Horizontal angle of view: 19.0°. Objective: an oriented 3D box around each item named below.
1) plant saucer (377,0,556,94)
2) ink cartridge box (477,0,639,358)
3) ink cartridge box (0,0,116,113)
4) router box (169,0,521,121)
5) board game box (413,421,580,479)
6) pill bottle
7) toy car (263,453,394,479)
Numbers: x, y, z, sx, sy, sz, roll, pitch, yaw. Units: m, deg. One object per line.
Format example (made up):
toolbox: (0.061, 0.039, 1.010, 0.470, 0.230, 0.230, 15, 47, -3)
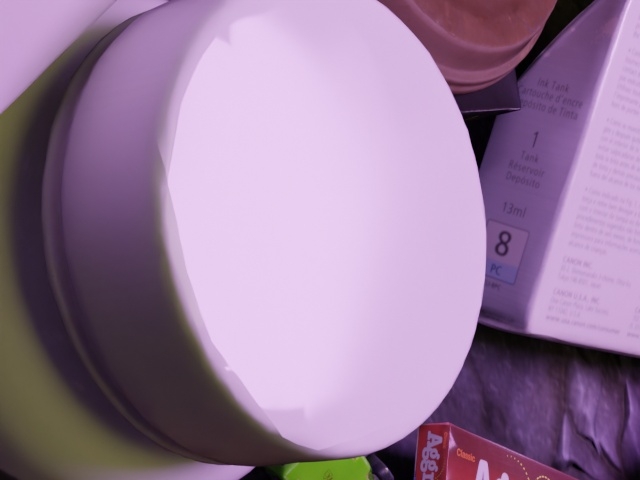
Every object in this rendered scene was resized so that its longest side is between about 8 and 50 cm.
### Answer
plant saucer: (0.073, -0.229, 1.172, 0.278, 0.041, 0.278, 14, 71, -47)
ink cartridge box: (0.260, -0.106, 1.347, 0.308, 0.091, 0.385, 13, 94, -46)
ink cartridge box: (-0.222, -0.209, 0.685, 0.279, 0.384, 0.160, -53, 154, -41)
router box: (0.003, -0.218, 1.183, 0.243, 0.081, 0.309, -7, 88, -49)
board game box: (0.141, 0.221, 1.266, 0.281, 0.027, 0.145, 27, 62, -51)
pill bottle: (-0.125, 0.012, 0.779, 0.204, 0.361, 0.204, 10, 76, -47)
toy car: (-0.026, 0.098, 1.080, 0.239, 0.053, 0.225, -41, 136, -11)
